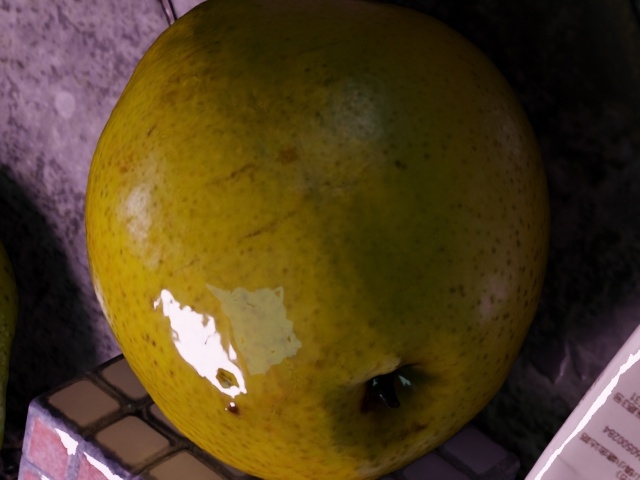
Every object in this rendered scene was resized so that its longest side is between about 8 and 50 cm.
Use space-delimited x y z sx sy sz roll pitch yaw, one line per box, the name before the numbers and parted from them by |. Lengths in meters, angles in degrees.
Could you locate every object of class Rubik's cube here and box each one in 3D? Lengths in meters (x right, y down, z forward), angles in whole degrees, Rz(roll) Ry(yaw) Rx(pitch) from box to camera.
Rubik's cube | -0.046 0.206 1.254 0.238 0.237 0.237 34 127 25

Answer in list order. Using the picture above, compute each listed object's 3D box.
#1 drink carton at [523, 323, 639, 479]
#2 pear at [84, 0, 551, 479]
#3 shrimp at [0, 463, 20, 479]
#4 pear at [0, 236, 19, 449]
drink carton | 0.243 0.064 0.968 0.132 0.194 0.324 45 132 18
pear | 0.000 0.000 1.095 0.294 0.294 0.294 18 120 34
shrimp | -0.295 0.336 1.621 0.221 0.110 0.445 41 134 11
pear | -0.325 0.085 1.470 0.292 0.159 0.292 -31 52 52
